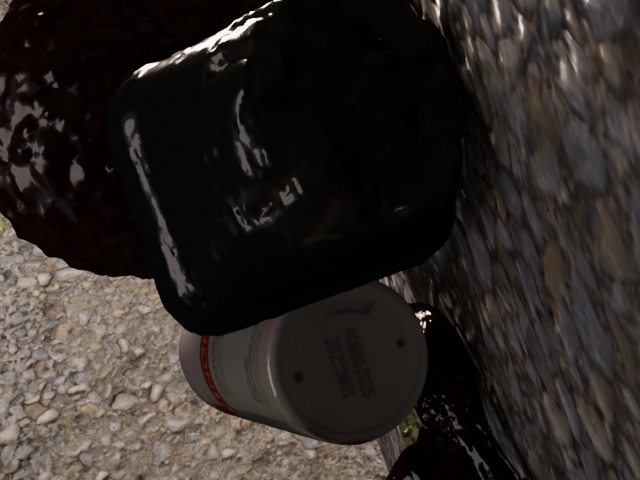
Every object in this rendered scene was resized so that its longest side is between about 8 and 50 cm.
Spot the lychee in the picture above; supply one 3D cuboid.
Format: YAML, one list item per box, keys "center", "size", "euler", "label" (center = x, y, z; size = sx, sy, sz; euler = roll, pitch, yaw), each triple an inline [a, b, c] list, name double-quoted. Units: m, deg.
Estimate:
- center: [-0.105, -0.093, 0.845]
  size: [0.260, 0.260, 0.261]
  euler: [161, 90, -87]
  label: "lychee"

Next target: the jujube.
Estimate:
- center: [0.086, 0.214, 0.919]
  size: [0.166, 0.104, 0.104]
  euler: [78, 172, -55]
  label: "jujube"

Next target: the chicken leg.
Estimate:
- center: [0.080, 0.101, 0.788]
  size: [0.253, 0.051, 0.106]
  euler: [-119, 4, -67]
  label: "chicken leg"

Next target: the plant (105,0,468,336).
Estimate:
- center: [-0.015, -0.038, 0.615]
  size: [0.256, 0.164, 0.142]
  euler: [160, 90, -76]
  label: "plant"

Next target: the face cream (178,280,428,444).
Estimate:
- center: [-0.033, 0.076, 0.846]
  size: [0.102, 0.102, 0.345]
  euler: [71, 162, -1]
  label: "face cream"

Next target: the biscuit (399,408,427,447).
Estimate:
- center: [0.108, 0.222, 1.111]
  size: [0.121, 0.040, 0.199]
  euler: [71, 179, -59]
  label: "biscuit"
